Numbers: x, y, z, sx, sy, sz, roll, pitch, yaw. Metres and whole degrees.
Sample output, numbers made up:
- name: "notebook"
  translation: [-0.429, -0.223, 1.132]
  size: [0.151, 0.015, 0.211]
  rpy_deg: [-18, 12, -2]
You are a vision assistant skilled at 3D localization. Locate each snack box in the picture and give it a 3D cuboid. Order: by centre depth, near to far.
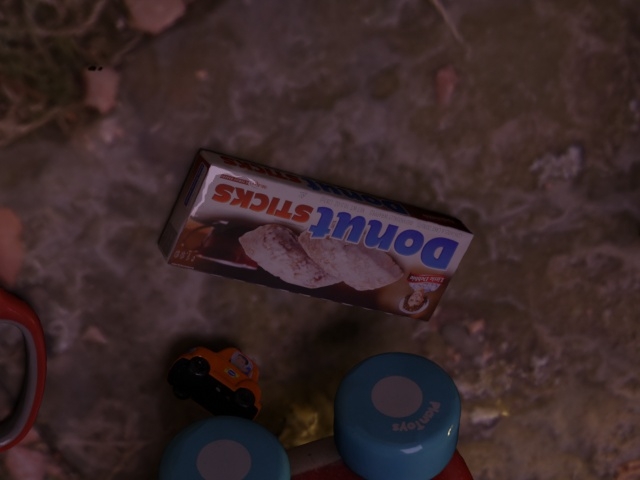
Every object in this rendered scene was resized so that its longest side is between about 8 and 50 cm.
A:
- name: "snack box"
  translation: [0.000, 0.000, 0.843]
  size: [0.178, 0.022, 0.064]
  rpy_deg: [14, 112, -30]

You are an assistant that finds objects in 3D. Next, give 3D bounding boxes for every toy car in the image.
- name: "toy car"
  translation: [0.029, 0.232, 0.836]
  size: [0.210, 0.238, 0.219]
  rpy_deg: [-18, 140, -18]
- name: "toy car"
  translation: [-0.061, 0.106, 0.887]
  size: [0.040, 0.060, 0.122]
  rpy_deg: [-56, 163, -41]

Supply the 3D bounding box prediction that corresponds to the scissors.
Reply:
- name: "scissors"
  translation: [-0.185, -0.009, 0.759]
  size: [0.109, 0.021, 0.297]
  rpy_deg: [1, 119, -22]
